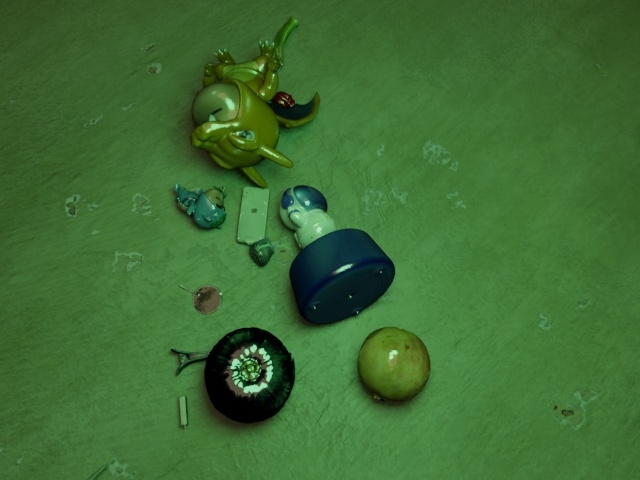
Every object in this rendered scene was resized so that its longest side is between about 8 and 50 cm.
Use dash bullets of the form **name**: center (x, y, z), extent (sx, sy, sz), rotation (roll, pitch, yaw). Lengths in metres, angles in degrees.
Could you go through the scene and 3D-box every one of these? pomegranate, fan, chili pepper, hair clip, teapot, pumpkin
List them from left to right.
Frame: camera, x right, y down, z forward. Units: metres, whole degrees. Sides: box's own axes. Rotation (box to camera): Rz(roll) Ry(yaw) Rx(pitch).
- **fan**: center (-0.337, 0.153, 1.390), extent (0.133, 0.005, 0.085), rotation (25, 72, 6)
- **hair clip**: center (-0.279, 0.289, 1.332), extent (0.229, 0.039, 0.070), rotation (-16, 72, -12)
- **pumpkin**: center (-0.178, 0.334, 1.247), extent (0.232, 0.163, 0.233), rotation (2, 71, -5)
- **teapot**: center (-0.163, 0.027, 1.401), extent (0.057, 0.088, 0.066), rotation (-36, 59, -27)
- **chili pepper**: center (-0.127, -0.669, 1.676), extent (0.051, 0.050, 0.202), rotation (4, 67, 39)
- **pomegranate**: center (0.185, 0.313, 1.255), extent (0.191, 0.191, 0.191), rotation (0, 70, -1)

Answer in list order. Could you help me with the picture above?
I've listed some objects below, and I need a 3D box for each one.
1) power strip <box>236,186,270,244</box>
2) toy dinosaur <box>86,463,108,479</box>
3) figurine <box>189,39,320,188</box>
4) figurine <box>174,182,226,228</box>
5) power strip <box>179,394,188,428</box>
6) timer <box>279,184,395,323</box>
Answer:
- **power strip**: center (-0.197, -0.074, 1.461), extent (0.081, 0.035, 0.192), rotation (3, 69, 0)
- **toy dinosaur**: center (-0.584, 0.634, 1.195), extent (0.187, 0.044, 0.106), rotation (-23, 85, -23)
- **figurine**: center (-0.196, -0.379, 1.441), extent (0.400, 0.268, 0.387), rotation (3, 61, -4)
- **figurine**: center (-0.340, -0.118, 1.441), extent (0.178, 0.114, 0.145), rotation (29, 70, 17)
- **power strip**: center (-0.350, 0.438, 1.275), extent (0.017, 0.027, 0.083), rotation (-9, 72, -5)
- **timer**: center (0.000, 0.000, 1.348), extent (0.270, 0.270, 0.384), rotation (-23, 59, -9)
